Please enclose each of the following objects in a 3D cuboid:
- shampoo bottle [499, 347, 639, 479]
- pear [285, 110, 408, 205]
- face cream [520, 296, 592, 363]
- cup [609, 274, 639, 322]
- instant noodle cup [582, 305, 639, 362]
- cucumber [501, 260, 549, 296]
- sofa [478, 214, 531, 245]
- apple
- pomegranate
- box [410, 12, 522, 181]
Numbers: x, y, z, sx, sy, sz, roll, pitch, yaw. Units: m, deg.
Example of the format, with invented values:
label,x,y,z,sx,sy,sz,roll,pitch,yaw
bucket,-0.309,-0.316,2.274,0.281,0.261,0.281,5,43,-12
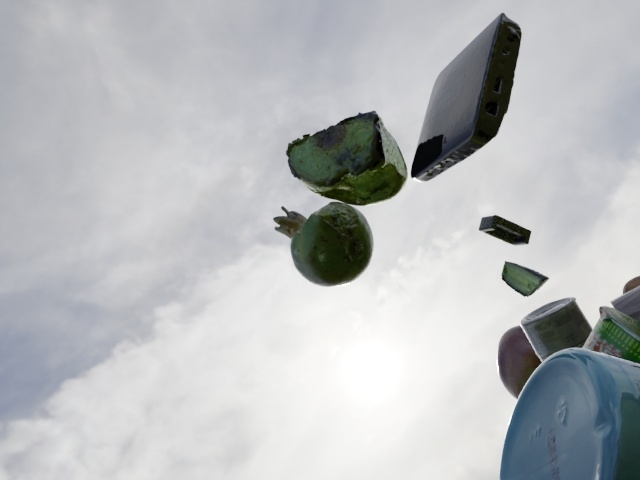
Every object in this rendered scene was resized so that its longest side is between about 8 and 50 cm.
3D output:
label,x,y,z,sx,sy,sz,roll,pitch,yaw
shampoo bottle,0.465,0.342,0.849,0.343,0.331,0.331,16,-69,-3
pear,0.077,-0.162,1.502,0.238,0.164,0.255,-19,-26,19
face cream,0.702,0.268,1.842,0.177,0.177,0.153,-27,-92,-21
cup,0.912,0.161,1.620,0.273,0.288,0.208,-32,-43,16
instant noodle cup,0.615,0.287,1.315,0.207,0.207,0.232,15,-68,-42
cucumber,0.791,0.145,2.410,0.086,0.193,0.115,-23,-55,-33
sofa,0.461,-0.024,1.558,0.118,0.060,0.039,21,-104,-19
apple,0.794,0.454,2.301,0.306,0.235,0.305,9,-105,-38
pomegranate,0.000,0.000,1.701,0.236,0.302,0.236,-22,-59,-43
box,0.292,-0.282,1.288,0.073,0.289,0.290,22,-111,-13
